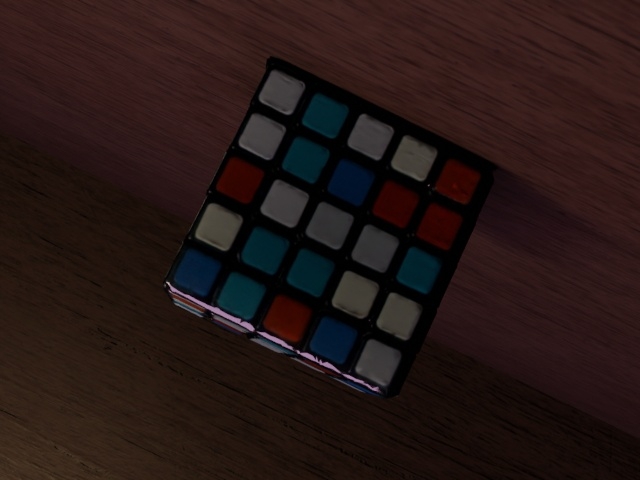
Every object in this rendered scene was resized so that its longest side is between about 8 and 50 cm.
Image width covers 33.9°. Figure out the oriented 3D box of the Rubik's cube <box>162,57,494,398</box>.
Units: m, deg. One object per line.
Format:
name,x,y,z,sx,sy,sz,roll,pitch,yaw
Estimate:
Rubik's cube,0.000,0.000,0.802,0.187,0.182,0.184,25,172,-1
